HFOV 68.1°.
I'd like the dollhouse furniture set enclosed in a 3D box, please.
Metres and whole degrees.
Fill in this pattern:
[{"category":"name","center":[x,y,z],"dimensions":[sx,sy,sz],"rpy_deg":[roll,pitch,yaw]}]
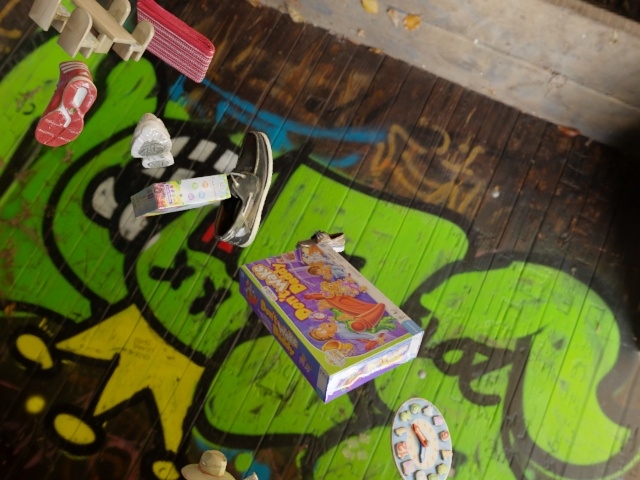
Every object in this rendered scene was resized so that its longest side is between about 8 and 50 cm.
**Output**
[{"category":"dollhouse furniture set","center":[-0.476,-0.510,0.968],"dimensions":[0.242,0.161,0.212],"rpy_deg":[44,-157,-2]}]

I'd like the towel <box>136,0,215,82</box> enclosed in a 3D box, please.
[{"category":"towel","center":[-0.376,-0.505,1.218],"dimensions":[0.198,0.031,0.275],"rpy_deg":[32,171,-19]}]

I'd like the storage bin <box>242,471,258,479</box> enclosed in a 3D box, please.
[{"category":"storage bin","center":[-0.128,0.699,1.024],"dimensions":[0.262,0.123,0.261],"rpy_deg":[9,120,70]}]

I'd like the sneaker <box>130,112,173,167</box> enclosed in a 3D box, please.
[{"category":"sneaker","center":[-0.396,-0.245,1.091],"dimensions":[0.090,0.115,0.232],"rpy_deg":[-12,177,-18]}]

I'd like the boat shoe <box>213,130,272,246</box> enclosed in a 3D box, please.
[{"category":"boat shoe","center":[-0.153,-0.106,0.926],"dimensions":[0.084,0.233,0.079],"rpy_deg":[9,176,41]}]

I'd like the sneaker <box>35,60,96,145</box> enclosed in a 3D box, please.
[{"category":"sneaker","center":[-0.605,-0.333,1.130],"dimensions":[0.087,0.221,0.128],"rpy_deg":[25,-143,-49]}]

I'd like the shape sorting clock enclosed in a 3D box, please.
[{"category":"shape sorting clock","center":[0.242,0.480,1.119],"dimensions":[0.206,0.206,0.040],"rpy_deg":[31,145,-20]}]

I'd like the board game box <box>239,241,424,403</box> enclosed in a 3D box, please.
[{"category":"board game box","center":[0.010,0.148,1.004],"dimensions":[0.347,0.233,0.078],"rpy_deg":[42,137,40]}]

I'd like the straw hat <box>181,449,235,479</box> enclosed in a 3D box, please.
[{"category":"straw hat","center":[-0.274,0.570,1.203],"dimensions":[0.144,0.061,0.144],"rpy_deg":[15,174,2]}]

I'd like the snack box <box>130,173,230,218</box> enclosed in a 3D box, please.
[{"category":"snack box","center":[-0.202,-0.062,0.674],"dimensions":[0.100,0.037,0.141],"rpy_deg":[-16,-174,-32]}]

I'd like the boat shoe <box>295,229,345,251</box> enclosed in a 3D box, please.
[{"category":"boat shoe","center":[0.000,0.000,1.528],"dimensions":[0.183,0.066,0.066],"rpy_deg":[-5,-157,-37]}]
